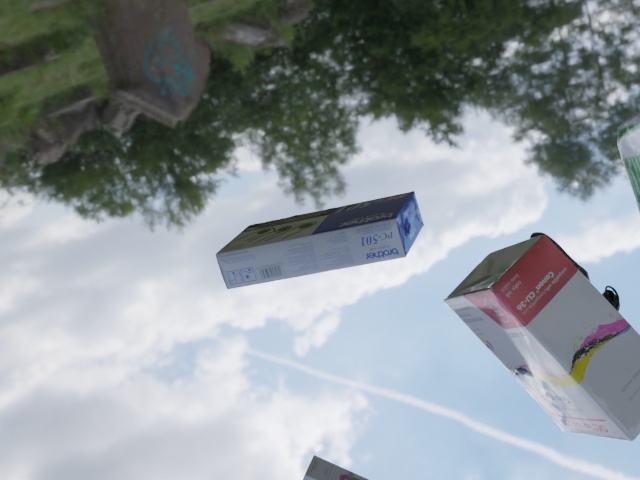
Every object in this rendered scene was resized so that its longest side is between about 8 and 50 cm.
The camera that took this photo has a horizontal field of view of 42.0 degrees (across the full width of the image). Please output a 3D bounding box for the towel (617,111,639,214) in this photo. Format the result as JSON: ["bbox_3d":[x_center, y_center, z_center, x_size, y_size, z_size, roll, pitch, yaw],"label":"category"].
[{"bbox_3d":[0.385,0.017,0.869,0.038,0.325,0.248,-14,178,9],"label":"towel"}]

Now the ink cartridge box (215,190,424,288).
[{"bbox_3d":[0.000,0.000,0.904,0.207,0.046,0.097,-11,-164,22],"label":"ink cartridge box"}]

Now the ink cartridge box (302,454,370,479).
[{"bbox_3d":[0.026,0.382,1.209,0.122,0.089,0.052,24,-156,7],"label":"ink cartridge box"}]

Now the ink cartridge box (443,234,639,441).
[{"bbox_3d":[0.204,0.095,0.677,0.067,0.198,0.115,-44,-179,-13],"label":"ink cartridge box"}]

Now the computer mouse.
[{"bbox_3d":[0.494,0.111,1.660,0.060,0.262,0.184,-41,-158,39],"label":"computer mouse"}]
